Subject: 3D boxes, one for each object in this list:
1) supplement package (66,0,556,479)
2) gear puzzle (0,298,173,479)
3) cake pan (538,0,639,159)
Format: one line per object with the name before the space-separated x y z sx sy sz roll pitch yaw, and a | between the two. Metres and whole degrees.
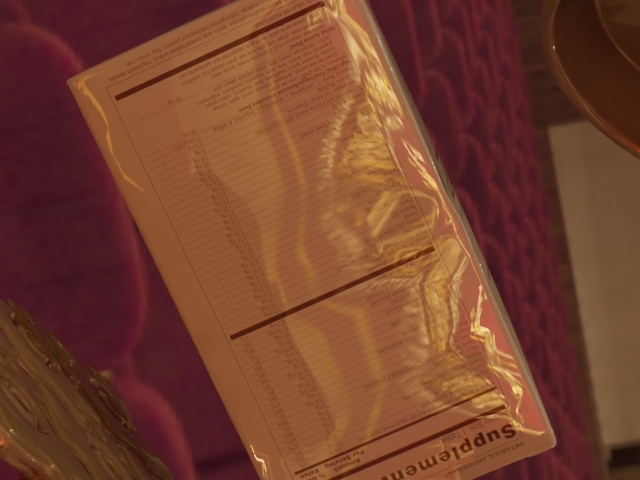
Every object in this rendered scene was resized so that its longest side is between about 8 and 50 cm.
supplement package | 0.000 0.000 0.764 0.134 0.139 0.244 -80 147 -79
gear puzzle | -0.139 0.066 0.649 0.175 0.044 0.339 51 -1 34
cake pan | 0.286 -0.116 1.014 0.054 0.293 0.293 -65 157 -22
